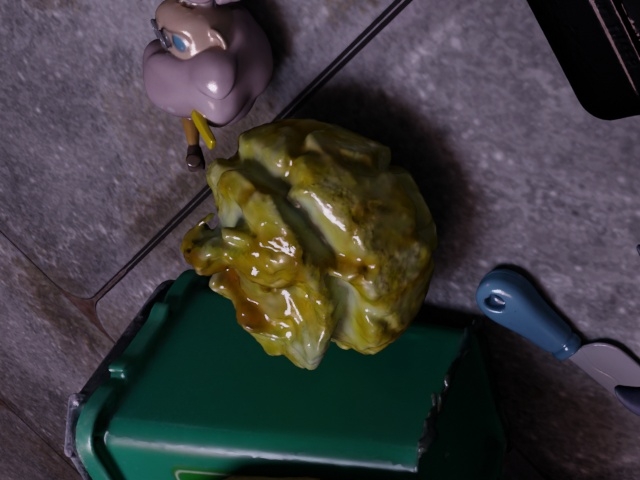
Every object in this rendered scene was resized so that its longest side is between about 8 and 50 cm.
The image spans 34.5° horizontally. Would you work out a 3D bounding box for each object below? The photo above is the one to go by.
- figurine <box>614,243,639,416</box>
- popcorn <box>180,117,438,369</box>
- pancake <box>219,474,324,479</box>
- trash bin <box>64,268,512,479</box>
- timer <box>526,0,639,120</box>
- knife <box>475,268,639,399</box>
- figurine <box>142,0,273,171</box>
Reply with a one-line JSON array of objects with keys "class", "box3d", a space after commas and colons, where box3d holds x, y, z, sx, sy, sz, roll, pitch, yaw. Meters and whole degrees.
[{"class": "figurine", "box3d": [0.307, 0.039, 0.653, 0.197, 0.175, 0.265, 42, 139, 29]}, {"class": "popcorn", "box3d": [0.000, 0.000, 0.878, 0.204, 0.183, 0.221, 3, 133, 38]}, {"class": "pancake", "box3d": [-0.033, 0.337, 0.921, 0.427, 0.067, 0.304, -10, 114, 26]}, {"class": "trash bin", "box3d": [-0.019, 0.185, 1.036, 0.381, 0.295, 0.259, 2, 129, 27]}, {"class": "timer", "box3d": [0.221, -0.155, 0.633, 0.187, 0.055, 0.144, -8, 120, 50]}, {"class": "knife", "box3d": [0.241, 0.106, 0.906, 0.244, 0.032, 0.058, 36, 135, -1]}, {"class": "figurine", "box3d": [-0.099, -0.175, 0.854, 0.137, 0.112, 0.229, 42, 148, 50]}]
